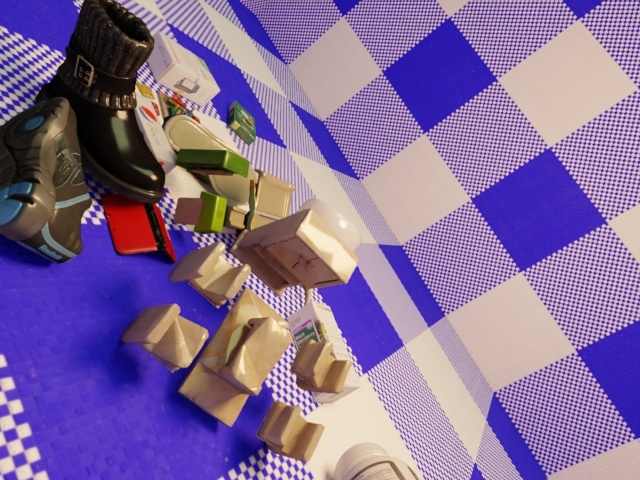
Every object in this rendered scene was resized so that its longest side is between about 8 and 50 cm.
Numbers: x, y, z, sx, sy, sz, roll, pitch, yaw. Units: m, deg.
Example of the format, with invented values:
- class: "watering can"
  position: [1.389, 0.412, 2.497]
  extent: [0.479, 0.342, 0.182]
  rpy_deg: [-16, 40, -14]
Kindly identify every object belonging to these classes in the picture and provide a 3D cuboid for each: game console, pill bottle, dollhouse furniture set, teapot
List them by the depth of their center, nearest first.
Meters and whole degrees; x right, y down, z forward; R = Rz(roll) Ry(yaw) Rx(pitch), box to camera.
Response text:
- class: "pill bottle"
  position: [0.132, 0.520, 0.871]
  extent: [0.176, 0.176, 0.318]
  rpy_deg: [48, -5, -17]
- class: "dollhouse furniture set"
  position: [-0.134, 0.150, 0.929]
  extent: [0.362, 0.256, 0.394]
  rpy_deg: [45, 55, -22]
- class: "game console"
  position: [-0.367, -0.020, 0.962]
  extent: [0.124, 0.085, 0.144]
  rpy_deg: [87, -21, -64]
- class: "dollhouse furniture set"
  position: [-0.212, -0.091, 1.188]
  extent: [0.301, 0.151, 0.198]
  rpy_deg: [17, 80, -58]
- class: "teapot"
  position: [0.000, 0.000, 1.552]
  extent: [0.256, 0.187, 0.252]
  rpy_deg: [37, -9, 1]

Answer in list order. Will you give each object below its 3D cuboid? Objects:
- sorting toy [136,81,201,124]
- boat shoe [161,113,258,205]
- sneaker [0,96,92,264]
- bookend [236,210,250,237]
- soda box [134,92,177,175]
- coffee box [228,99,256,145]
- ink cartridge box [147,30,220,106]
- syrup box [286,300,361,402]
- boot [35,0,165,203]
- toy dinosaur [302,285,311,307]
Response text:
- class: "sorting toy"
  position: [-0.416, -0.384, 1.401]
  extent: [0.274, 0.046, 0.132]
  rpy_deg: [29, 32, -51]
- class: "boat shoe"
  position: [-0.304, -0.223, 1.300]
  extent: [0.340, 0.127, 0.113]
  rpy_deg: [37, 0, -43]
- class: "sneaker"
  position: [-0.458, -0.109, 0.786]
  extent: [0.140, 0.125, 0.341]
  rpy_deg: [64, 8, -50]
- class: "bookend"
  position: [-0.155, 0.024, 1.296]
  extent: [0.157, 0.072, 0.156]
  rpy_deg: [35, 28, -43]
- class: "soda box"
  position: [-0.425, -0.255, 1.132]
  extent: [0.074, 0.069, 0.216]
  rpy_deg: [15, 44, -62]
- class: "coffee box"
  position: [-0.299, -0.449, 1.792]
  extent: [0.113, 0.040, 0.184]
  rpy_deg: [40, 24, -35]
- class: "ink cartridge box"
  position: [-0.451, -0.553, 1.531]
  extent: [0.154, 0.093, 0.212]
  rpy_deg: [61, 19, 20]
- class: "syrup box"
  position: [0.005, 0.284, 1.208]
  extent: [0.096, 0.093, 0.237]
  rpy_deg: [27, 33, -52]
- class: "boot"
  position: [-0.379, -0.267, 0.906]
  extent: [0.348, 0.260, 0.131]
  rpy_deg: [46, 20, 2]
- class: "toy dinosaur"
  position: [-0.058, 0.065, 1.385]
  extent: [0.064, 0.118, 0.268]
  rpy_deg: [7, 49, -52]
